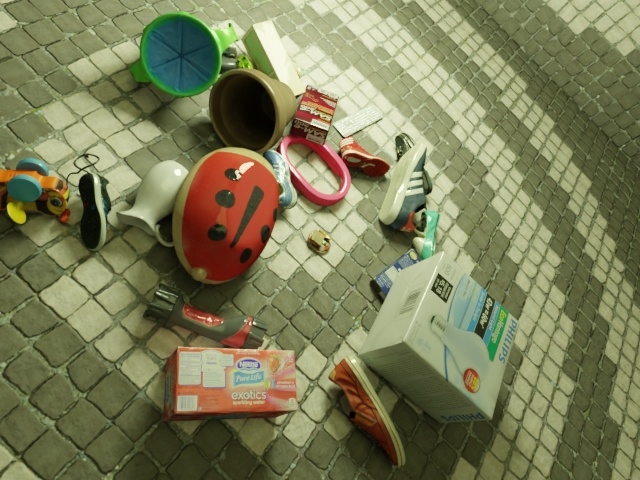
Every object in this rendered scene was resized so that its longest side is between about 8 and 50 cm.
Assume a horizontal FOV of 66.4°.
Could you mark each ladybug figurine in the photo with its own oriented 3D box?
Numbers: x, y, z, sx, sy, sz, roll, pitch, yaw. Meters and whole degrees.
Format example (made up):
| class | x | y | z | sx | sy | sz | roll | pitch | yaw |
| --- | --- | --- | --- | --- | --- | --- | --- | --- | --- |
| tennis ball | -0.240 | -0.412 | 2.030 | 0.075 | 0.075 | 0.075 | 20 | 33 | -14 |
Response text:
| class | x | y | z | sx | sy | sz | roll | pitch | yaw |
| --- | --- | --- | --- | --- | --- | --- | --- | --- | --- |
| ladybug figurine | -0.240 | -0.081 | 1.365 | 0.305 | 0.161 | 0.450 | 42 | 50 | -35 |

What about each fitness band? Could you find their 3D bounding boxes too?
| class | x | y | z | sx | sy | sz | roll | pitch | yaw |
| --- | --- | --- | --- | --- | --- | --- | --- | --- | --- |
| fitness band | -0.021 | -0.251 | 1.692 | 0.291 | 0.054 | 0.209 | 47 | 53 | 2 |

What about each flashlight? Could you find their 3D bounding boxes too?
| class | x | y | z | sx | sy | sz | roll | pitch | yaw |
| --- | --- | --- | --- | --- | --- | --- | --- | --- | --- |
| flashlight | -0.291 | 0.202 | 1.276 | 0.304 | 0.103 | 0.103 | 27 | 29 | -14 |

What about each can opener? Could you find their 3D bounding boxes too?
| class | x | y | z | sx | sy | sz | roll | pitch | yaw |
| --- | --- | --- | --- | --- | --- | --- | --- | --- | --- |
| can opener | -0.419 | -0.651 | 1.661 | 0.283 | 0.076 | 0.095 | 6 | 62 | -25 |

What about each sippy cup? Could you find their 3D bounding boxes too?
| class | x | y | z | sx | sy | sz | roll | pitch | yaw |
| --- | --- | --- | --- | --- | --- | --- | --- | --- | --- |
| sippy cup | -0.420 | -0.580 | 1.512 | 0.305 | 0.240 | 0.224 | 10 | 24 | -14 |

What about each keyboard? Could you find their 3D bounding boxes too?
| class | x | y | z | sx | sy | sz | roll | pitch | yaw |
| --- | --- | --- | --- | --- | --- | --- | --- | --- | --- |
| keyboard | 0.151 | -0.473 | 1.929 | 0.256 | 0.014 | 0.072 | -35 | 85 | -38 |

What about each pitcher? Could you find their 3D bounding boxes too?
| class | x | y | z | sx | sy | sz | roll | pitch | yaw |
| --- | --- | --- | --- | --- | --- | --- | --- | --- | --- |
| pitcher | -0.427 | -0.102 | 1.351 | 0.177 | 0.125 | 0.207 | 39 | 63 | -21 |

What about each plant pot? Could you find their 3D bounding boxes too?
| class | x | y | z | sx | sy | sz | roll | pitch | yaw |
| --- | --- | --- | --- | --- | --- | --- | --- | --- | --- |
| plant pot | -0.190 | -0.428 | 1.590 | 0.263 | 0.263 | 0.229 | 49 | 35 | 1 |

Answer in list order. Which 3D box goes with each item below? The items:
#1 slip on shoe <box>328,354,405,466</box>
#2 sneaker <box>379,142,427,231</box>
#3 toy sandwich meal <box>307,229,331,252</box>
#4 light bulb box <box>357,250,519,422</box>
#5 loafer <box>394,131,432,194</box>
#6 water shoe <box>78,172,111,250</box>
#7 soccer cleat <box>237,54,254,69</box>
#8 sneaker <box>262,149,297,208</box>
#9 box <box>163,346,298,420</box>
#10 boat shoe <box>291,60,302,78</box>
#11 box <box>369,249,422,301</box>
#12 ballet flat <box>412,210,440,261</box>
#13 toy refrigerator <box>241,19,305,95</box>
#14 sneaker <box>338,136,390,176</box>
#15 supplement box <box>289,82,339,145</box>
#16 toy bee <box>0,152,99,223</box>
| class | x | y | z | sx | sy | sz | roll | pitch | yaw |
| --- | --- | --- | --- | --- | --- | --- | --- | --- | --- |
| slip on shoe | 0.132 | 0.485 | 1.373 | 0.101 | 0.123 | 0.331 | -31 | 88 | -5 |
| sneaker | 0.339 | -0.189 | 1.801 | 0.148 | 0.131 | 0.350 | 29 | 74 | -17 |
| toy sandwich meal | 0.000 | 0.000 | 1.587 | 0.085 | 0.029 | 0.086 | 13 | 60 | -23 |
| light bulb box | 0.368 | 0.299 | 1.493 | 0.361 | 0.225 | 0.358 | 41 | 55 | -11 |
| loafer | 0.347 | -0.295 | 1.901 | 0.084 | 0.096 | 0.268 | -19 | 80 | -23 |
| water shoe | -0.572 | -0.074 | 1.273 | 0.080 | 0.072 | 0.203 | 5 | 81 | -73 |
| soccer cleat | -0.239 | -0.568 | 1.732 | 0.072 | 0.060 | 0.179 | -25 | 93 | -78 |
| sneaker | -0.139 | -0.204 | 1.570 | 0.081 | 0.080 | 0.211 | 9 | 54 | -62 |
| box | -0.221 | 0.355 | 1.207 | 0.299 | 0.142 | 0.154 | 7 | 62 | -27 |
| boat shoe | -0.143 | -0.646 | 1.822 | 0.170 | 0.063 | 0.059 | 12 | 54 | -25 |
| box | 0.282 | 0.136 | 1.671 | 0.225 | 0.036 | 0.136 | -32 | 84 | -35 |
| ballet flat | 0.380 | -0.009 | 1.787 | 0.087 | 0.083 | 0.247 | 13 | 56 | 5 |
| toy refrigerator | -0.170 | -0.616 | 1.723 | 0.094 | 0.102 | 0.270 | -32 | 99 | -33 |
| sneaker | 0.161 | -0.323 | 1.814 | 0.221 | 0.087 | 0.128 | 17 | 44 | -39 |
| supplement box | -0.019 | -0.453 | 1.749 | 0.130 | 0.073 | 0.240 | 18 | 48 | -5 |
| toy bee | -0.688 | -0.105 | 1.191 | 0.298 | 0.162 | 0.195 | 6 | 40 | 8 |
